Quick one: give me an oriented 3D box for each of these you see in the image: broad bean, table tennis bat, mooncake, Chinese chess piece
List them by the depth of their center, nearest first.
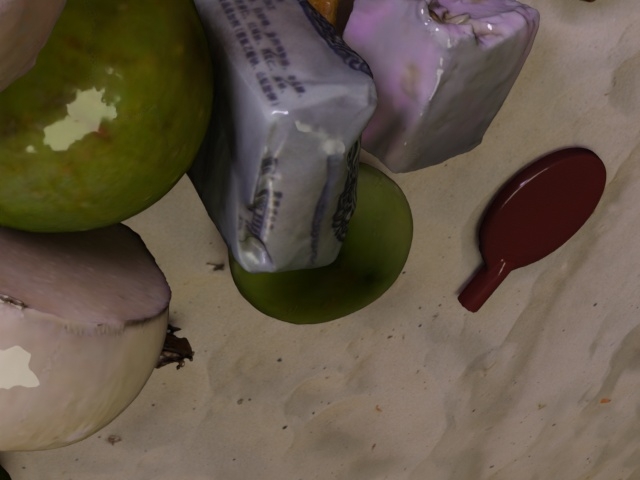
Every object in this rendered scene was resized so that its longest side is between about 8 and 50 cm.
[{"bbox_3d":[-0.296,0.036,0.796,0.338,0.338,0.140,20,108,-44],"label":"Chinese chess piece"},{"bbox_3d":[-0.047,-0.108,0.863,0.136,0.254,0.250,-14,142,-21],"label":"mooncake"},{"bbox_3d":[0.000,0.000,1.114,0.238,0.119,0.291,-28,142,-2],"label":"broad bean"},{"bbox_3d":[0.309,-0.011,1.360,0.200,0.038,0.310,10,127,-39],"label":"table tennis bat"}]

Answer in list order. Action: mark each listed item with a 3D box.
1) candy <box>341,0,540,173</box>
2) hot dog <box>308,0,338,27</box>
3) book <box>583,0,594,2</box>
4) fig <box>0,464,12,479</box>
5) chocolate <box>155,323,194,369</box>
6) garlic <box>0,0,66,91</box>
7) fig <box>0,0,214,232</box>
[{"bbox_3d":[0.108,-0.178,0.947,0.185,0.137,0.195,-19,143,-41],"label":"candy"},{"bbox_3d":[-0.014,-0.245,0.897,0.066,0.047,0.215,-3,137,-9],"label":"hot dog"},{"bbox_3d":[0.236,-0.360,0.883,0.374,0.028,0.262,4,148,-34],"label":"book"},{"bbox_3d":[-0.473,0.399,1.164,0.203,0.235,0.203,-18,136,-18],"label":"fig"},{"bbox_3d":[-0.297,0.101,1.089,0.102,0.065,0.329,-29,145,31],"label":"chocolate"},{"bbox_3d":[-0.264,-0.152,0.548,0.245,0.164,0.145,-13,138,16],"label":"garlic"},{"bbox_3d":[-0.207,-0.128,0.752,0.258,0.258,0.326,-33,165,4],"label":"fig"}]
